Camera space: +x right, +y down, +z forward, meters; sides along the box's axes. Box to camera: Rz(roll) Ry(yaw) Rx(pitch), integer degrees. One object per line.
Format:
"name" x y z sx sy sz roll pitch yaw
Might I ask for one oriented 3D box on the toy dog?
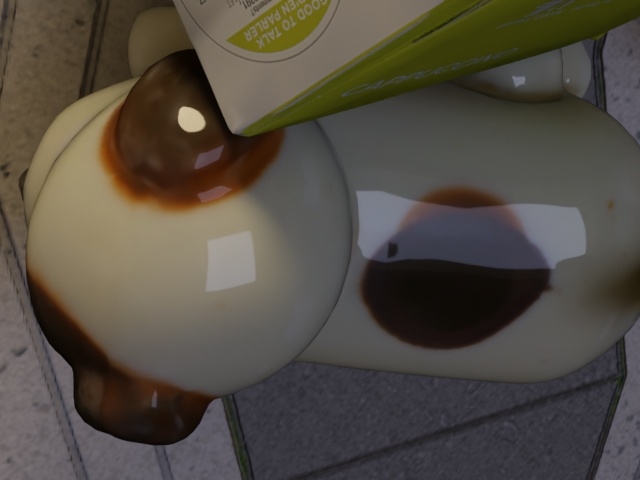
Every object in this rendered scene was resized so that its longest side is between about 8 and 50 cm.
"toy dog" 0.000 0.000 1.018 0.408 0.395 0.284 -4 128 -40

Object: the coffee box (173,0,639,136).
"coffee box" 0.102 -0.288 0.829 0.338 0.338 0.334 -21 85 -43
